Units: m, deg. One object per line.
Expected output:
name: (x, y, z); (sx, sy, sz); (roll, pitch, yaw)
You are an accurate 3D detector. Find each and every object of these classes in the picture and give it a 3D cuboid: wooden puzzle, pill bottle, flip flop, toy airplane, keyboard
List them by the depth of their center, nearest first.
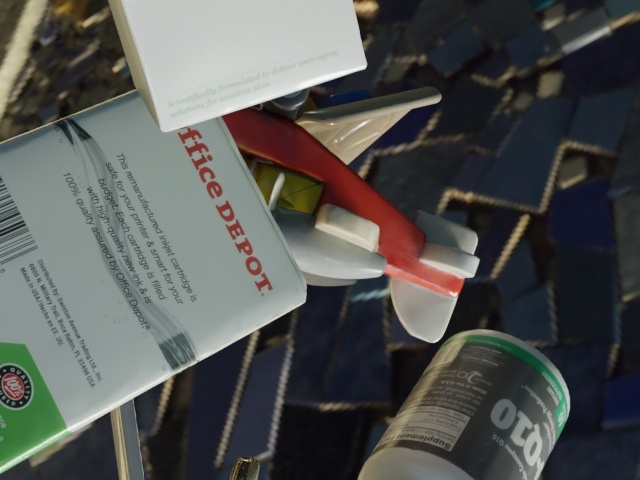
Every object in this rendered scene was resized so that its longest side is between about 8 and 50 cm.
keyboard: (-0.141, 0.189, 0.950); (0.014, 0.072, 0.256); (-4, 59, -15)
toy airplane: (0.000, 0.000, 1.546); (0.384, 0.272, 0.386); (36, -8, 43)
pill bottle: (0.174, 0.301, 1.660); (0.204, 0.204, 0.361); (54, 47, -17)
flip flop: (-0.104, 0.421, 1.735); (0.080, 0.277, 0.112); (8, 20, -10)
wooden puzzle: (-0.035, -0.134, 1.845); (0.322, 0.348, 0.080); (-19, 78, -52)

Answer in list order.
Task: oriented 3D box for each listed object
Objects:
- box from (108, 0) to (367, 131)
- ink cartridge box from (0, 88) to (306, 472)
box: (-0.045, -0.119, 0.570); (0.087, 0.101, 0.102); (-126, -160, -64)
ink cartridge box: (-0.133, 0.017, 0.693); (0.208, 0.087, 0.153); (-26, 90, -32)
